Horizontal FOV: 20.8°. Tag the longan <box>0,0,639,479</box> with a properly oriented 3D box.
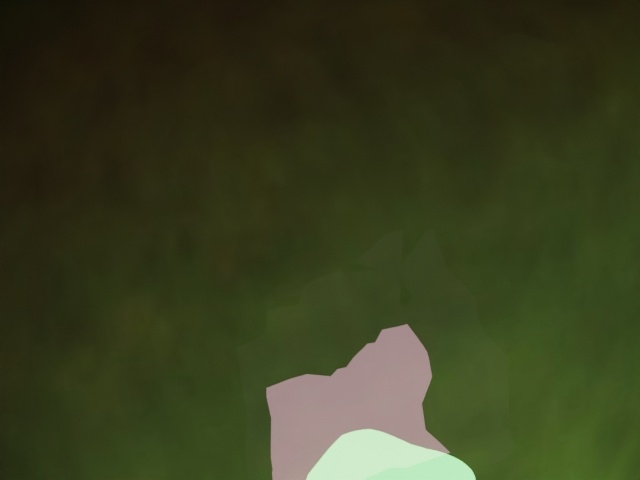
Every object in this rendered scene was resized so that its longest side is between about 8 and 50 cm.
[{"bbox_3d":[0.003,0.001,0.577,0.297,0.297,0.297,-7,135,-7],"label":"longan"}]
